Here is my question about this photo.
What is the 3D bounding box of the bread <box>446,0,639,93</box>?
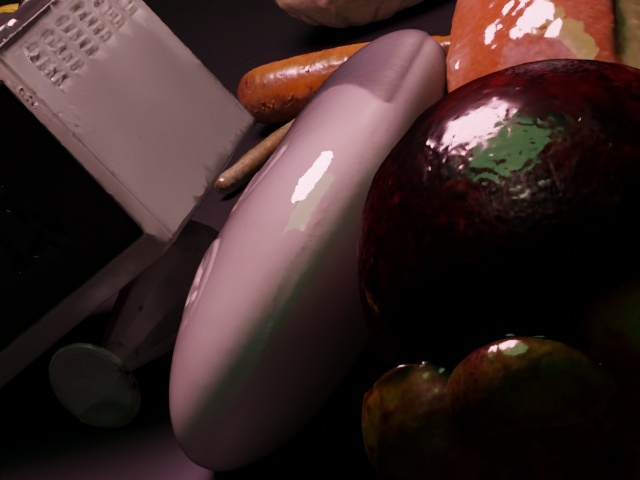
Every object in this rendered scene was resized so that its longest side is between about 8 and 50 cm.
[{"bbox_3d":[0.169,-0.087,1.018,0.123,0.190,0.244,-28,18,32],"label":"bread"}]

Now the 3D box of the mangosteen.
[{"bbox_3d":[0.111,0.019,0.786,0.210,0.210,0.210,-22,19,8],"label":"mangosteen"}]

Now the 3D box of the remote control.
[{"bbox_3d":[0.000,0.000,0.999,0.221,0.103,0.332,-61,-1,30],"label":"remote control"}]

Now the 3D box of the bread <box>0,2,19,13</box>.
[{"bbox_3d":[-0.310,-0.084,1.450,0.333,0.160,0.333,-29,-13,-7],"label":"bread"}]

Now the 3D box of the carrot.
[{"bbox_3d":[0.038,-0.146,1.508,0.248,0.059,0.059,-11,23,25],"label":"carrot"}]

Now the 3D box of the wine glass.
[{"bbox_3d":[-0.113,0.051,1.140,0.073,0.073,0.155,-13,22,30],"label":"wine glass"}]

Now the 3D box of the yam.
[{"bbox_3d":[-0.049,-0.071,1.461,0.021,0.021,0.116,-4,27,45],"label":"yam"}]

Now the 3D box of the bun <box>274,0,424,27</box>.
[{"bbox_3d":[0.052,-0.308,1.772,0.244,0.153,0.244,-11,39,9],"label":"bun"}]

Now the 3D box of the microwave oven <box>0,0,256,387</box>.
[{"bbox_3d":[-0.227,-0.021,1.174,0.295,0.181,0.237,-38,12,28],"label":"microwave oven"}]
